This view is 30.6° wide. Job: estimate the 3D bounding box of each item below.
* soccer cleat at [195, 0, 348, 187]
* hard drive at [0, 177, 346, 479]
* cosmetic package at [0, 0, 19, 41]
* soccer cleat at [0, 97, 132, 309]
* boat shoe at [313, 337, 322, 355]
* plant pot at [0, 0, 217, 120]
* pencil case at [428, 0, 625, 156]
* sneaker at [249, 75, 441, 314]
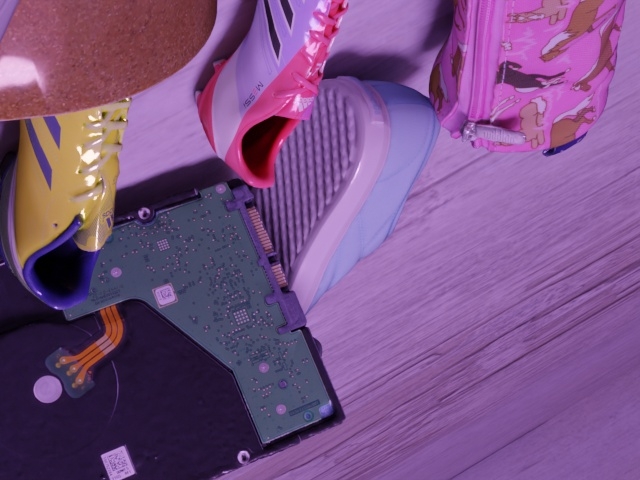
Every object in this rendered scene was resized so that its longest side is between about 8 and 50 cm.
[{"bbox_3d":[-0.019,-0.145,0.857,0.083,0.095,0.248,-11,149,-39],"label":"soccer cleat"},{"bbox_3d":[-0.176,0.107,0.961,0.339,0.236,0.064,-21,173,-19],"label":"hard drive"},{"bbox_3d":[-0.290,-0.077,0.328,0.366,0.155,0.197,27,115,-18],"label":"cosmetic package"},{"bbox_3d":[-0.164,-0.062,0.808,0.093,0.121,0.289,-15,151,-33],"label":"soccer cleat"},{"bbox_3d":[-0.108,0.215,1.412,0.105,0.113,0.306,14,122,-39],"label":"boat shoe"},{"bbox_3d":[-0.139,-0.217,0.458,0.237,0.237,0.254,-15,138,-33],"label":"plant pot"},{"bbox_3d":[0.162,-0.214,0.868,0.160,0.167,0.386,-8,153,-1],"label":"pencil case"},{"bbox_3d":[0.000,0.000,1.108,0.150,0.135,0.366,-5,145,-40],"label":"sneaker"}]
